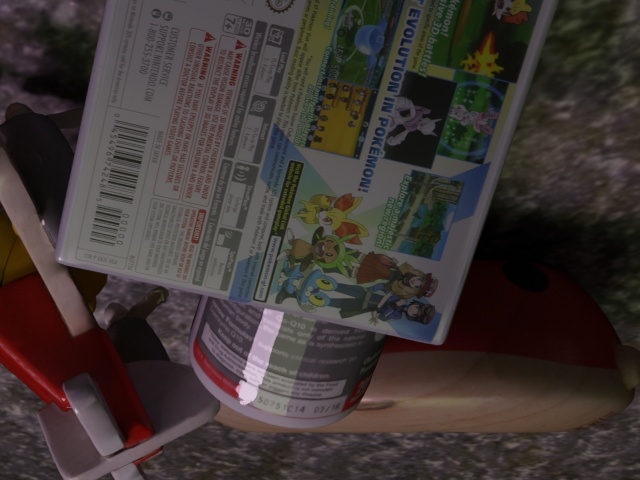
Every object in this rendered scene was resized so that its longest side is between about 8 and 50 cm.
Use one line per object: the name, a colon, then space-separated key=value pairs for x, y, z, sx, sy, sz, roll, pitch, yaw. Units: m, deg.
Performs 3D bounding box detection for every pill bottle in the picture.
pill bottle: x=0.000 y=0.000 z=1.267 sx=0.161 sy=0.161 sz=0.283 roll=13 pitch=125 yaw=-9

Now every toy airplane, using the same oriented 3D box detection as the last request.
toy airplane: x=-0.221 y=0.052 z=1.434 sx=0.384 sy=0.272 sz=0.386 roll=50 pitch=159 yaw=-10

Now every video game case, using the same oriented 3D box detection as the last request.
video game case: x=-0.011 y=-0.100 z=1.099 sx=0.299 sy=0.036 sz=0.329 roll=13 pitch=114 yaw=-7

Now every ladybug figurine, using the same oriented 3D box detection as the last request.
ladybug figurine: x=0.090 y=0.105 z=1.518 sx=0.449 sy=0.162 sz=0.305 roll=-3 pitch=173 yaw=21
